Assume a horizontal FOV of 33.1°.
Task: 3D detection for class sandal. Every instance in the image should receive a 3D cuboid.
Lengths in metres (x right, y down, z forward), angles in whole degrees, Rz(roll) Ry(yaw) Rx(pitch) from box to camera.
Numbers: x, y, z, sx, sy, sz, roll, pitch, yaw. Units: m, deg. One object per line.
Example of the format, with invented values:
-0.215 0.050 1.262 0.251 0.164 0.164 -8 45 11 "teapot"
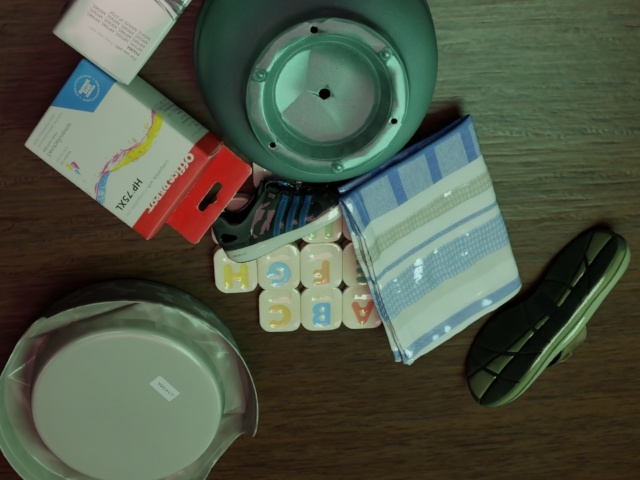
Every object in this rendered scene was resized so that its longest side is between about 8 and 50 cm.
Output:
0.315 0.119 1.452 0.086 0.120 0.303 30 111 -33 "sandal"

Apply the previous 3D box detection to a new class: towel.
0.146 0.006 1.372 0.209 0.034 0.285 -31 124 -13 "towel"

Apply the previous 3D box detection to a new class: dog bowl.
-0.257 0.207 1.451 0.349 0.102 0.348 -2 118 -4 "dog bowl"

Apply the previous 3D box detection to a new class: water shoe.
-0.042 -0.045 1.336 0.203 0.073 0.080 -29 111 8 "water shoe"

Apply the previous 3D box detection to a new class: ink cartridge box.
-0.175 -0.306 1.155 0.100 0.172 0.237 34 110 -19 "ink cartridge box"
-0.213 -0.100 1.281 0.231 0.078 0.134 37 109 -4 "ink cartridge box"

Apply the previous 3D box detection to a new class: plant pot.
0.001 -0.185 1.212 0.293 0.196 0.293 -2 115 -4 "plant pot"

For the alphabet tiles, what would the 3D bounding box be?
0.000 0.000 1.413 0.284 0.021 0.278 -2 117 -4 "alphabet tiles"
